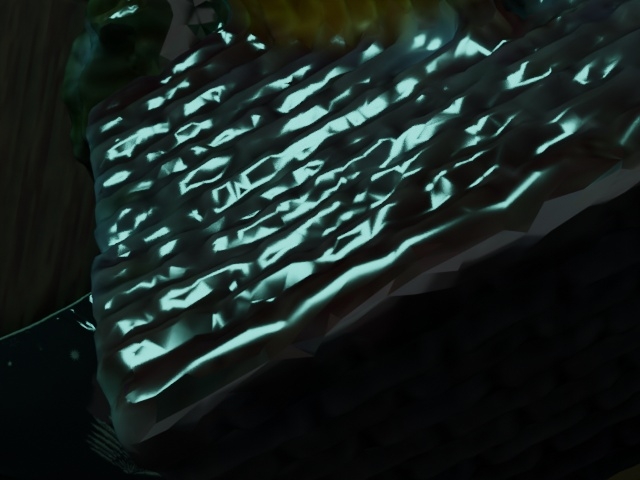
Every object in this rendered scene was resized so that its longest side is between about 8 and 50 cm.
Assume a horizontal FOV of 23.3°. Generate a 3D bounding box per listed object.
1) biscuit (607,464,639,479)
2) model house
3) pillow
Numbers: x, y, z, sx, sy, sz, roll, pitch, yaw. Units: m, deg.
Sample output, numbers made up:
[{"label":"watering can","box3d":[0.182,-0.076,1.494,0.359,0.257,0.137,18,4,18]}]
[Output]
[{"label":"biscuit","box3d":[0.178,0.105,0.742,0.237,0.062,0.291,18,101,1]},{"label":"model house","box3d":[0.060,-0.047,0.532,0.360,0.339,0.297,-27,92,8]},{"label":"pillow","box3d":[-0.086,0.123,0.742,0.141,0.055,0.208,-27,105,12]}]
